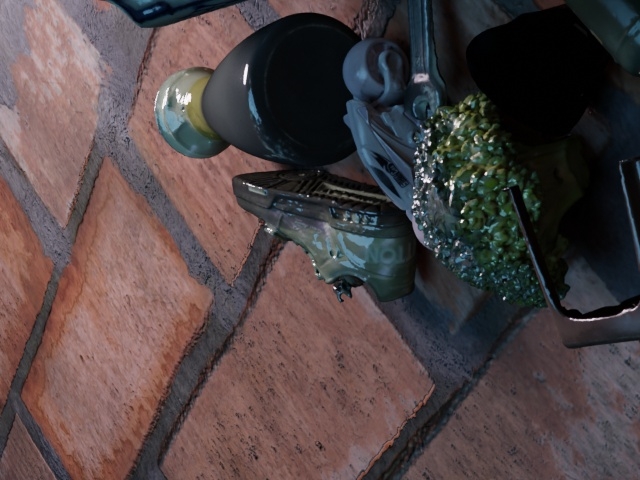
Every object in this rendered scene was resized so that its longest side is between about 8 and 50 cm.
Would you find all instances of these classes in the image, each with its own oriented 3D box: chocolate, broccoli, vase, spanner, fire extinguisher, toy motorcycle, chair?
[{"bbox_3d":[0.228,-0.172,1.387,0.148,0.080,0.125,-20,105,49],"label":"chocolate"},{"bbox_3d":[0.179,-0.047,1.455,0.176,0.226,0.198,3,138,33],"label":"broccoli"},{"bbox_3d":[-0.083,-0.170,1.742,0.321,0.173,0.173,1,110,59],"label":"vase"},{"bbox_3d":[0.103,-0.275,1.505,0.071,0.017,0.302,6,104,53],"label":"spanner"},{"bbox_3d":[0.256,-0.237,1.282,0.095,0.114,0.311,-43,72,19],"label":"fire extinguisher"},{"bbox_3d":[0.089,-0.100,1.589,0.112,0.112,0.254,-22,93,56],"label":"toy motorcycle"},{"bbox_3d":[0.315,0.081,1.295,0.175,0.183,0.326,-16,90,54],"label":"chair"}]

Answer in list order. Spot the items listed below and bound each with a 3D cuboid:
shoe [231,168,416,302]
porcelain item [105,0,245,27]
[{"bbox_3d":[0.002,0.000,1.761,0.293,0.109,0.149,13,114,45],"label":"shoe"},{"bbox_3d":[-0.147,-0.394,1.599,0.281,0.157,0.286,-11,101,26],"label":"porcelain item"}]
